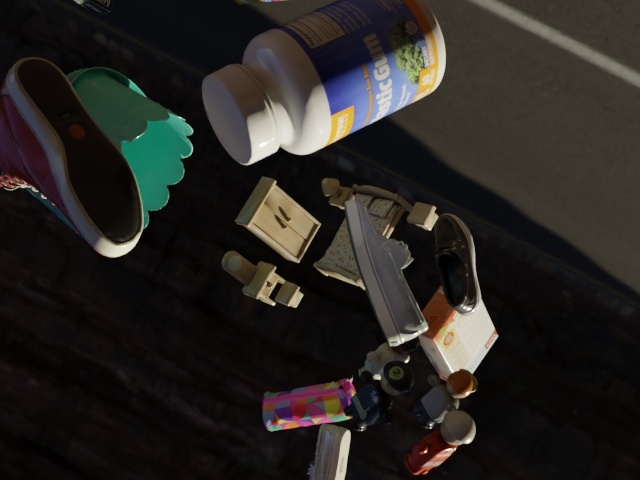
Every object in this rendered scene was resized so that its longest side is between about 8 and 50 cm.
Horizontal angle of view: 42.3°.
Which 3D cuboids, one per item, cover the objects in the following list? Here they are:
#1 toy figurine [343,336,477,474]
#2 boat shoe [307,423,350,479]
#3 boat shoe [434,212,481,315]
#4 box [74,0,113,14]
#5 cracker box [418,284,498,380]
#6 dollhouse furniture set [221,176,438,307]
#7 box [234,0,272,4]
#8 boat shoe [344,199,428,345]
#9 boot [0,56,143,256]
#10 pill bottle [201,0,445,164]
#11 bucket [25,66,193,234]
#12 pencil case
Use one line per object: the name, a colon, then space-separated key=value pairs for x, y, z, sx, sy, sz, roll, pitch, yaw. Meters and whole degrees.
toy figurine: x=0.166 y=0.269 z=1.438 sx=0.213 sy=0.148 sz=0.209 roll=38 pitch=-152 yaw=-3
boat shoe: x=0.008 y=0.435 z=1.568 sx=0.063 sy=0.184 sz=0.066 roll=16 pitch=-160 yaw=25
boat shoe: x=0.268 y=0.042 z=1.698 sx=0.080 sy=0.229 sz=0.076 roll=-21 pitch=153 yaw=32
box: x=-0.425 y=-0.517 z=1.427 sx=0.045 sy=0.184 sz=0.190 roll=5 pitch=168 yaw=38
cracker box: x=0.296 y=0.200 z=1.806 sx=0.067 sy=0.156 sz=0.232 roll=23 pitch=157 yaw=40
dollhouse furniture set: x=0.000 y=0.000 z=1.646 sx=0.355 sy=0.303 sz=0.174 roll=16 pitch=161 yaw=50
box: x=-0.045 y=-0.580 z=1.397 sx=0.279 sy=0.290 sz=0.177 roll=4 pitch=167 yaw=30
boat shoe: x=0.100 y=0.040 z=1.236 sx=0.079 sy=0.081 sz=0.228 roll=100 pitch=150 yaw=-86
boot: x=-0.313 y=-0.066 z=0.971 sx=0.176 sy=0.088 sz=0.244 roll=-36 pitch=83 yaw=41
pill bottle: x=0.003 y=-0.195 z=0.991 sx=0.152 sy=0.272 sz=0.152 roll=47 pitch=154 yaw=31
bucket: x=-0.367 y=-0.144 z=1.396 sx=0.183 sy=0.281 sz=0.281 roll=34 pitch=173 yaw=10
pencil case: x=-0.024 y=0.389 z=1.969 sx=0.236 sy=0.105 sz=0.104 roll=-15 pitch=157 yaw=15
